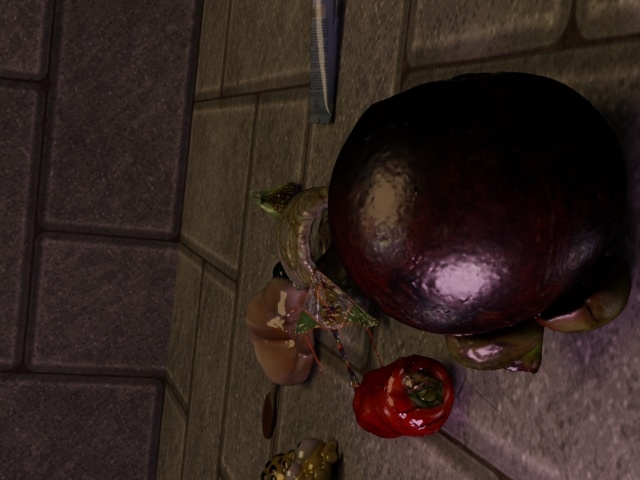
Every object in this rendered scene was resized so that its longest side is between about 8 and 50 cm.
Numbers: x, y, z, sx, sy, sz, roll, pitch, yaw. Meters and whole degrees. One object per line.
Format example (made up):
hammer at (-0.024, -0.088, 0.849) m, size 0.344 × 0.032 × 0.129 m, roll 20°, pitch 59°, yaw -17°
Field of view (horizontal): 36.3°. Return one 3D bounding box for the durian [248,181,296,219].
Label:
durian at (-0.101, -0.083, 2.082) m, size 0.215 × 0.100 × 0.086 m, roll -175°, pitch 87°, yaw -79°

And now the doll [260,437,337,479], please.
doll at (-0.045, 0.425, 1.792) m, size 0.117 × 0.086 × 0.291 m, roll -60°, pitch 8°, yaw -25°

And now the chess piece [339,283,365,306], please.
chess piece at (0.039, 0.095, 1.672) m, size 0.149 × 0.059 × 0.059 m, roll -179°, pitch 94°, yaw -69°

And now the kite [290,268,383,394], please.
kite at (0.027, 0.164, 1.582) m, size 0.198 × 0.006 × 0.244 m, roll -16°, pitch 93°, yaw 41°

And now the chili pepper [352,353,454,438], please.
chili pepper at (0.106, 0.223, 1.351) m, size 0.387 × 0.110 × 0.110 m, roll 131°, pitch 141°, yaw -70°

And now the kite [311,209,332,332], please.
kite at (0.007, 0.049, 1.851) m, size 0.229 × 0.012 × 0.250 m, roll 149°, pitch 124°, yaw -73°

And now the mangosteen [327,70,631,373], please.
mangosteen at (0.150, -0.020, 0.965) m, size 0.300 × 0.300 × 0.300 m, roll -175°, pitch 90°, yaw -72°

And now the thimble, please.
thimble at (0.000, 0.000, 1.663) m, size 0.143 × 0.137 × 0.190 m, roll 16°, pitch 87°, yaw 70°

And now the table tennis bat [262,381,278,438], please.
table tennis bat at (-0.108, 0.362, 2.133) m, size 0.087 × 0.013 × 0.156 m, roll -112°, pitch 30°, yaw -59°

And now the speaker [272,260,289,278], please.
speaker at (-0.053, 0.052, 1.990) m, size 0.094 × 0.060 × 0.075 m, roll -53°, pitch 11°, yaw -16°

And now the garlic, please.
garlic at (-0.087, 0.179, 1.930) m, size 0.228 × 0.110 × 0.217 m, roll -178°, pitch 78°, yaw -72°

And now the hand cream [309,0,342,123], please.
hand cream at (0.006, -0.364, 1.906) m, size 0.091 × 0.058 × 0.271 m, roll 14°, pitch 102°, yaw 61°
